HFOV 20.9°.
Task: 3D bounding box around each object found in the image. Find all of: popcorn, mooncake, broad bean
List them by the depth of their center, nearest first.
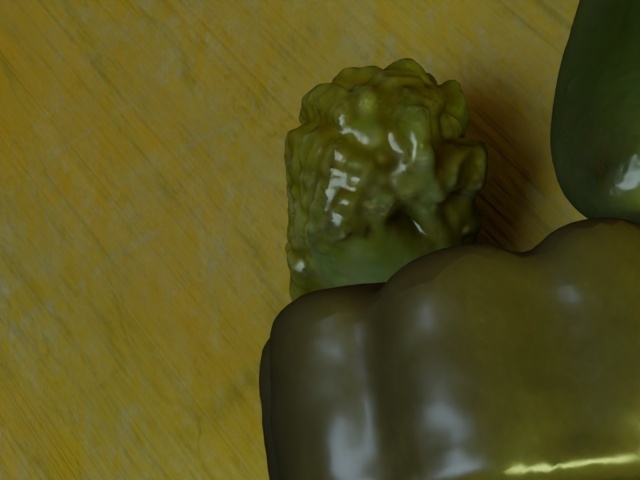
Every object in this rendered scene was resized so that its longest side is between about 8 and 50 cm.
[{"bbox_3d":[0.136,0.116,1.295,0.378,0.378,0.200,-26,65,43],"label":"mooncake"},{"bbox_3d":[0.265,-0.126,1.377,0.189,0.121,0.263,-2,70,52],"label":"broad bean"},{"bbox_3d":[0.051,-0.021,1.532,0.225,0.174,0.286,-108,15,-64],"label":"popcorn"}]

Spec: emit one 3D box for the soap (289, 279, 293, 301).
[{"bbox_3d":[0.000,0.000,1.693,0.089,0.033,0.168,11,95,49],"label":"soap"}]
